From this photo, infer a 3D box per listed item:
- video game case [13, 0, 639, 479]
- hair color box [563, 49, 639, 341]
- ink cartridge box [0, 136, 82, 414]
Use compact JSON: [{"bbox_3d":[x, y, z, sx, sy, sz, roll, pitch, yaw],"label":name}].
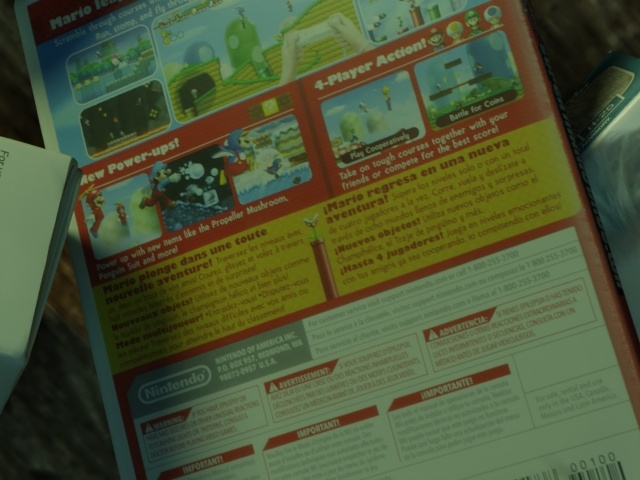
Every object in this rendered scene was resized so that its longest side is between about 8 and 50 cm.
[{"bbox_3d":[0.000,0.000,0.507,0.204,0.025,0.285,-20,77,19],"label":"video game case"},{"bbox_3d":[0.197,0.101,0.561,0.347,0.105,0.174,41,99,-6],"label":"hair color box"},{"bbox_3d":[-0.210,0.007,0.501,0.208,0.153,0.087,15,63,-14],"label":"ink cartridge box"}]
